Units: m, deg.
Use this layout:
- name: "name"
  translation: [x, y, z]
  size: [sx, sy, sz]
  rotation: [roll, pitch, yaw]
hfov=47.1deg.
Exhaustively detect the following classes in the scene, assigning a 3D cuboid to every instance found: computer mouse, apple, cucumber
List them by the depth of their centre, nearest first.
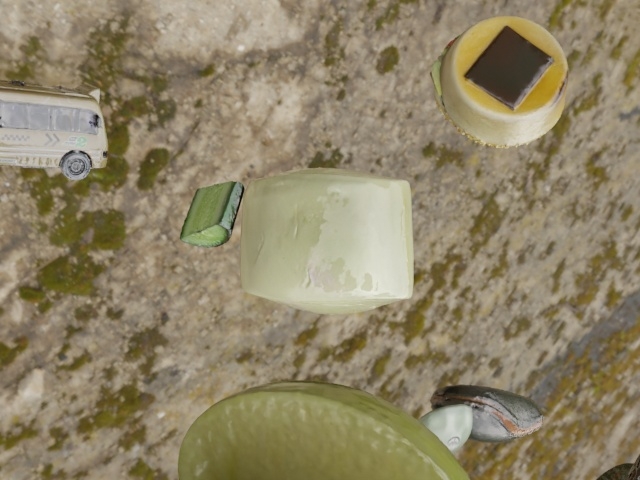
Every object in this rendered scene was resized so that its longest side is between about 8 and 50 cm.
- name: "apple"
  translation: [-0.009, 0.255, 0.559]
  size: [0.292, 0.254, 0.292]
  rotation: [7, 90, -69]
- name: "computer mouse"
  translation: [0.180, 0.316, 1.155]
  size: [0.089, 0.056, 0.181]
  rotation: [1, 145, -19]
- name: "cucumber"
  translation: [-0.188, -0.048, 1.341]
  size: [0.062, 0.116, 0.115]
  rotation: [32, 62, -42]
- name: "computer mouse"
  translation: [0.373, 0.396, 1.652]
  size: [0.323, 0.183, 0.116]
  rotation: [22, 70, -43]

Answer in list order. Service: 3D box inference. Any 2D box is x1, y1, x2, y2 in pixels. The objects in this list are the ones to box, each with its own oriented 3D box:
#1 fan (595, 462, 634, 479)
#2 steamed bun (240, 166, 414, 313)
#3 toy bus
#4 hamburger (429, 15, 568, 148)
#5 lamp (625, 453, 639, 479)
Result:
- name: "fan"
  translation: [0.655, 0.556, 1.584]
  size: [0.294, 0.012, 0.223]
  rotation: [-39, -177, 44]
- name: "steamed bun"
  translation: [0.000, 0.000, 1.848]
  size: [0.290, 0.456, 0.371]
  rotation: [15, 75, -68]
- name: "toy bus"
  translation: [-0.508, -0.194, 1.227]
  size: [0.289, 0.139, 0.157]
  rotation: [0, 108, -35]
- name: "hamburger"
  translation: [0.397, -0.345, 1.606]
  size: [0.302, 0.302, 0.170]
  rotation: [-42, 169, -12]
- name: "lamp"
  translation: [0.526, 0.385, 0.959]
  size: [0.303, 0.257, 0.303]
  rotation: [-49, 154, -34]
